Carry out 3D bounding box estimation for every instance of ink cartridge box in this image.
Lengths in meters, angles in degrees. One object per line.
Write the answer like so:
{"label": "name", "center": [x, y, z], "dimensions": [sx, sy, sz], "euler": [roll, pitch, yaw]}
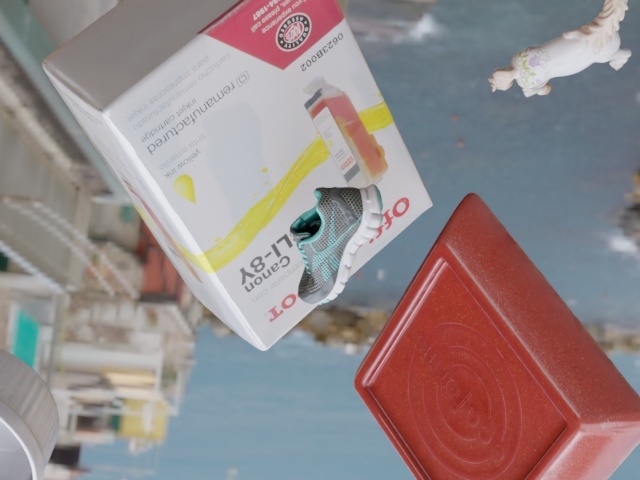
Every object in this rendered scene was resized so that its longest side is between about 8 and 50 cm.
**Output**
{"label": "ink cartridge box", "center": [-0.075, -0.110, 1.528], "dimensions": [0.160, 0.279, 0.384], "euler": [36, 162, 47]}

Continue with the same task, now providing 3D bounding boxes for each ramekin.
{"label": "ramekin", "center": [-0.403, 0.215, 1.617], "dimensions": [0.207, 0.109, 0.207], "euler": [8, 127, 12]}

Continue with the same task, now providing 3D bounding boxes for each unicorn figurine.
{"label": "unicorn figurine", "center": [0.211, -0.161, 1.139], "dimensions": [0.162, 0.060, 0.111], "euler": [-38, 167, 13]}

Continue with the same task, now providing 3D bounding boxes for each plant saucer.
{"label": "plant saucer", "center": [0.133, 0.136, 1.204], "dimensions": [0.048, 0.258, 0.259], "euler": [-12, 145, -36]}

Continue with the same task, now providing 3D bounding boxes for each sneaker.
{"label": "sneaker", "center": [0.000, 0.000, 1.411], "dimensions": [0.076, 0.065, 0.166], "euler": [8, 133, -21]}
